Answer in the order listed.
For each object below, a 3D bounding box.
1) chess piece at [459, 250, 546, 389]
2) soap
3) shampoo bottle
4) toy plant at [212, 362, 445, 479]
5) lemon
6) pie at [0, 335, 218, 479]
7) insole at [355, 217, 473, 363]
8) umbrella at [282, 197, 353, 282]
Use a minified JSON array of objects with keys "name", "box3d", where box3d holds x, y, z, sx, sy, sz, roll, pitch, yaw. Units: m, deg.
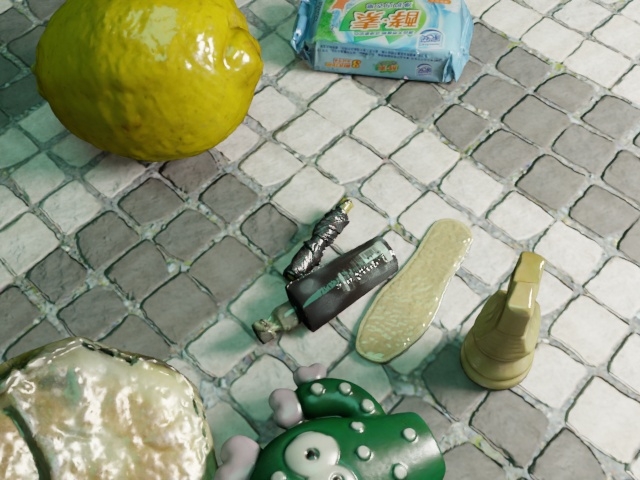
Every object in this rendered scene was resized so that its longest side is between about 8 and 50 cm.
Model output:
[{"name":"chess piece","box3d":[0.216,0.095,0.823,0.090,0.200,0.090,-1,58,2]},{"name":"soap","box3d":[0.102,-0.339,1.180,0.293,0.077,0.156,7,58,8]},{"name":"shampoo bottle","box3d":[0.004,0.067,0.935,0.208,0.063,0.057,-32,52,-15]},{"name":"toy plant","box3d":[0.009,0.262,0.782,0.233,0.112,0.243,35,60,21]},{"name":"lemon","box3d":[-0.248,-0.244,1.038,0.316,0.285,0.285,-31,59,8]},{"name":"pie","box3d":[-0.245,0.262,0.752,0.338,0.075,0.337,15,61,-28]},{"name":"insole","box3d":[0.129,0.062,0.961,0.081,0.011,0.248,27,63,20]},{"name":"umbrella","box3d":[0.000,0.000,0.993,0.037,0.040,0.144,32,68,13]}]
